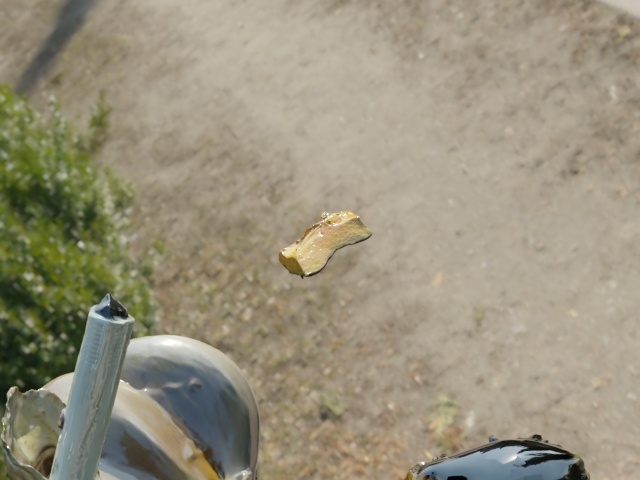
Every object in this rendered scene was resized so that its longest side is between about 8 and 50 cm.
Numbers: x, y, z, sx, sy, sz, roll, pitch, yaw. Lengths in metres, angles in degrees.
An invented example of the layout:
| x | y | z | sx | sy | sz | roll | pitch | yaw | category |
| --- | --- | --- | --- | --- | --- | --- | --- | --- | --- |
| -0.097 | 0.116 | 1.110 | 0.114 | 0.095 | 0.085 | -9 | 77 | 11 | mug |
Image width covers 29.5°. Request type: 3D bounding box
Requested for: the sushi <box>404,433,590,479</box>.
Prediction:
| x | y | z | sx | sy | sz | roll | pitch | yaw | category |
| --- | --- | --- | --- | --- | --- | --- | --- | --- | --- |
| 0.155 | 0.306 | 1.158 | 0.204 | 0.213 | 0.200 | -20 | -1 | -21 | sushi |

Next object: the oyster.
| x | y | z | sx | sy | sz | roll | pitch | yaw | category |
| --- | --- | --- | --- | --- | --- | --- | --- | --- | --- |
| -0.241 | 0.255 | 1.155 | 0.107 | 0.233 | 0.161 | -30 | 25 | 10 | oyster |

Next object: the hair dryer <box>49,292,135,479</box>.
| x | y | z | sx | sy | sz | roll | pitch | yaw | category |
| --- | --- | --- | --- | --- | --- | --- | --- | --- | --- |
| -0.171 | 0.155 | 0.923 | 0.073 | 0.131 | 0.236 | -141 | 63 | -74 | hair dryer |

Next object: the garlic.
| x | y | z | sx | sy | sz | roll | pitch | yaw | category |
| --- | --- | --- | --- | --- | --- | --- | --- | --- | --- |
| -0.204 | 0.231 | 1.439 | 0.325 | 0.132 | 0.279 | 34 | 55 | 16 | garlic |

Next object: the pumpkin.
| x | y | z | sx | sy | sz | roll | pitch | yaw | category |
| --- | --- | --- | --- | --- | --- | --- | --- | --- | --- |
| -0.002 | 0.000 | 1.031 | 0.073 | 0.035 | 0.101 | -36 | 10 | -13 | pumpkin |
